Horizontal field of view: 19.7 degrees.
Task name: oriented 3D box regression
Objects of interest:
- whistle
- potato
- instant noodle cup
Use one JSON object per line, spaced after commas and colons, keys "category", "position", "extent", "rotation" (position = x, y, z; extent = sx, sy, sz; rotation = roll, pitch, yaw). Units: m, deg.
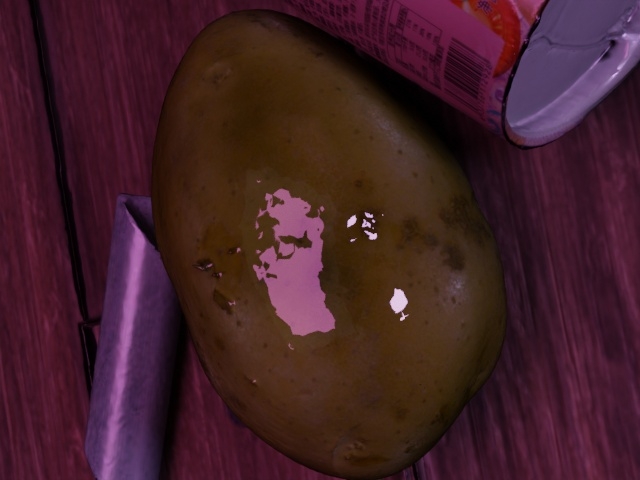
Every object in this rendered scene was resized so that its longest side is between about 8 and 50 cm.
{"category": "whistle", "position": [-0.141, 0.120, 1.360], "extent": [0.062, 0.062, 0.312], "rotation": [14, 99, 36]}
{"category": "potato", "position": [0.002, 0.001, 1.166], "extent": [0.216, 0.216, 0.304], "rotation": [-35, 62, 32]}
{"category": "instant noodle cup", "position": [0.085, -0.197, 1.088], "extent": [0.231, 0.243, 0.243], "rotation": [39, 113, 23]}
